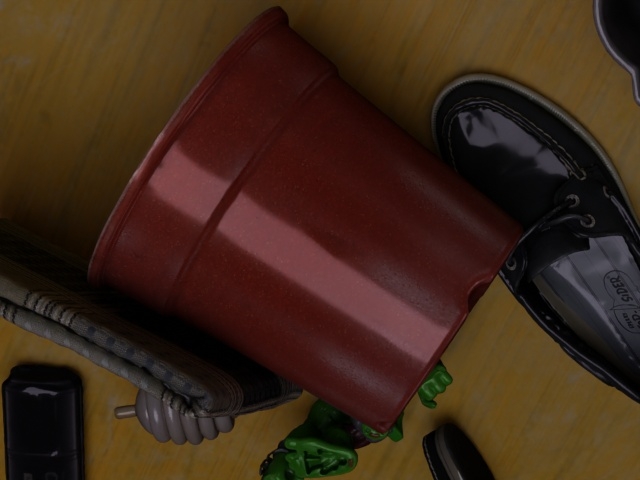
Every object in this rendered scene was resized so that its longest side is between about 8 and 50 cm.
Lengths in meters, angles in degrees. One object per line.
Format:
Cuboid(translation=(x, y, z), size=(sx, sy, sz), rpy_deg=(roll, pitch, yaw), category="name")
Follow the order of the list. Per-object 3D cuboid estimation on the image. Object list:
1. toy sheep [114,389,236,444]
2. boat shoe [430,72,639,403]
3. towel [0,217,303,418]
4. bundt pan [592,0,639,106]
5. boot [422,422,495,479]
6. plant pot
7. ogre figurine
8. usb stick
Cuboid(translation=(-0.123, 0.144, 1.657), size=(0.132, 0.091, 0.091), rpy_deg=(-10, 111, 7), category="toy sheep")
Cuboid(translation=(0.209, 0.011, 1.536), size=(0.127, 0.113, 0.340), rpy_deg=(-28, 106, 18), category="boat shoe")
Cuboid(translation=(-0.190, 0.065, 1.492), size=(0.324, 0.312, 0.056), rpy_deg=(27, 94, 11), category="towel")
Cuboid(translation=(0.374, -0.221, 1.396), size=(0.330, 0.124, 0.331), rpy_deg=(4, 106, 13), category="bundt pan")
Cuboid(translation=(0.091, 0.295, 1.688), size=(0.178, 0.085, 0.236), rpy_deg=(-18, 109, 17), category="boot")
Cuboid(translation=(0.000, 0.000, 1.453), size=(0.265, 0.272, 0.272), rpy_deg=(35, 113, 4), category="plant pot")
Cuboid(translation=(0.036, 0.150, 1.617), size=(0.097, 0.118, 0.197), rpy_deg=(33, 112, -1), category="ogre figurine")
Cuboid(translation=(-0.262, 0.248, 1.742), size=(0.077, 0.045, 0.278), rpy_deg=(2, 112, 0), category="usb stick")
